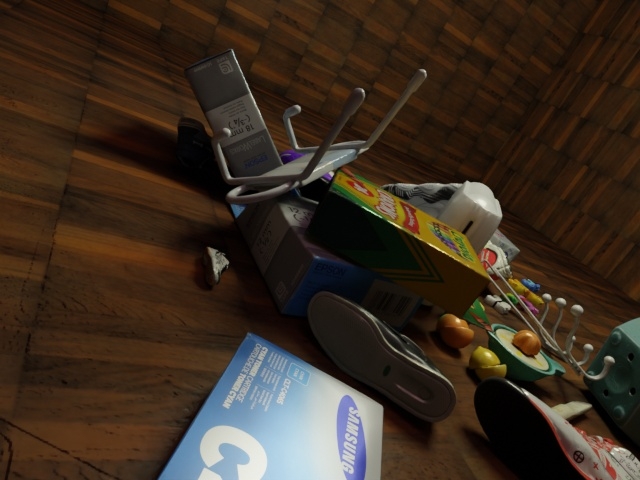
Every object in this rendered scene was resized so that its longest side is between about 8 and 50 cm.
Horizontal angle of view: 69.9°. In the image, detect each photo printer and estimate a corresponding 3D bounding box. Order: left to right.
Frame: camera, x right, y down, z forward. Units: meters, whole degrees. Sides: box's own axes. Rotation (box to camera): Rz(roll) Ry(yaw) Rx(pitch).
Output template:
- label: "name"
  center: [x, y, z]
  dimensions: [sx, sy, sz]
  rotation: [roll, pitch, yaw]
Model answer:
- label: "photo printer"
  center: [0.287, 0.000, 1.006]
  dimensions: [0.107, 0.256, 0.307]
  rotation: [35, 20, 9]

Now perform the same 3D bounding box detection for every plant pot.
- label: "plant pot"
  center: [0.692, 0.294, 0.903]
  dimensions: [0.252, 0.247, 0.248]
  rotation: [15, 22, -6]

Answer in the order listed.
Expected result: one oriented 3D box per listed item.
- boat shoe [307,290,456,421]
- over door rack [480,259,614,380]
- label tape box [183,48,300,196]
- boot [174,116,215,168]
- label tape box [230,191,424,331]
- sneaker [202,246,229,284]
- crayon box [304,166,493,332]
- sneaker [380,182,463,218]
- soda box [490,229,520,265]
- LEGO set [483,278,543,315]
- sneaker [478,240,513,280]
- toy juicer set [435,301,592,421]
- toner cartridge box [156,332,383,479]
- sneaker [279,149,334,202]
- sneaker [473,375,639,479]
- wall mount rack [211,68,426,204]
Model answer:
- label: "boat shoe"
  center: [0.080, 0.154, 0.637]
  dimensions: [0.233, 0.084, 0.079]
  rotation: [36, 11, 13]
- label: "over door rack"
  center: [0.458, 0.139, 1.001]
  dimensions: [0.324, 0.108, 0.239]
  rotation: [41, 7, 10]
- label: "label tape box"
  center: [-0.163, -0.213, 0.992]
  dimensions: [0.334, 0.105, 0.240]
  rotation: [65, -5, -15]
- label: "boot"
  center: [-0.274, -0.194, 1.008]
  dimensions: [0.069, 0.086, 0.190]
  rotation: [8, -8, 7]
- label: "label tape box"
  center: [0.000, 0.000, 0.835]
  dimensions: [0.249, 0.115, 0.348]
  rotation: [15, 26, -34]
- label: "sneaker"
  center: [-0.148, 0.037, 0.665]
  dimensions: [0.037, 0.032, 0.083]
  rotation: [18, 24, -27]
- label: "crayon box"
  center: [0.143, 0.003, 0.746]
  dimensions: [0.318, 0.081, 0.202]
  rotation: [29, 19, -4]
- label: "sneaker"
  center: [0.286, -0.049, 1.293]
  dimensions: [0.137, 0.210, 0.365]
  rotation: [9, -2, -44]
- label: "soda box"
  center: [0.607, -0.010, 1.687]
  dimensions: [0.098, 0.091, 0.286]
  rotation: [24, 21, -17]
- label: "LEGO set"
  center: [0.544, 0.158, 1.220]
  dimensions: [0.227, 0.087, 0.093]
  rotation: [6, 30, -44]
- label: "sneaker"
  center: [0.447, 0.057, 1.315]
  dimensions: [0.279, 0.118, 0.107]
  rotation: [-51, 124, -84]
- label: "toy juicer set"
  center: [0.362, 0.216, 0.838]
  dimensions: [0.329, 0.089, 0.209]
  rotation: [38, 22, 20]
- label: "toner cartridge box"
  center: [-0.048, 0.213, 0.323]
  dimensions: [0.165, 0.075, 0.348]
  rotation: [30, 20, -2]
- label: "sneaker"
  center: [-0.032, -0.150, 1.144]
  dimensions: [0.293, 0.102, 0.146]
  rotation: [41, 19, 29]
- label: "sneaker"
  center: [0.340, 0.292, 0.635]
  dimensions: [0.270, 0.090, 0.145]
  rotation: [44, 24, 27]
- label: "wall mount rack"
  center: [0.001, -0.173, 0.751]
  dimensions: [0.304, 0.131, 0.350]
  rotation: [1, 25, 37]
